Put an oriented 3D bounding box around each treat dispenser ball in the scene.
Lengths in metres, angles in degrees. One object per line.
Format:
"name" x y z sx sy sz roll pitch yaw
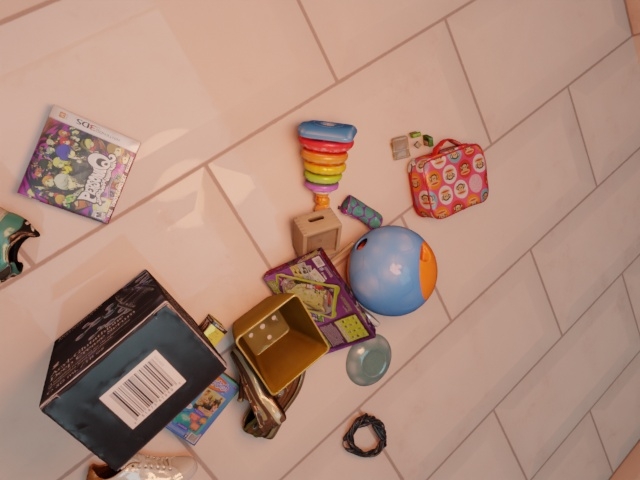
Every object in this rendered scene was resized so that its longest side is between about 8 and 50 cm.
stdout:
"treat dispenser ball" 0.224 0.096 1.436 0.287 0.288 0.289 -4 99 -26

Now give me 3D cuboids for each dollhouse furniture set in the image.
"dollhouse furniture set" 0.311 -0.335 1.571 0.151 0.059 0.076 -15 112 -5

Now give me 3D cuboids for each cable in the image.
"cable" 0.169 0.708 1.634 0.184 0.047 0.151 32 77 -24

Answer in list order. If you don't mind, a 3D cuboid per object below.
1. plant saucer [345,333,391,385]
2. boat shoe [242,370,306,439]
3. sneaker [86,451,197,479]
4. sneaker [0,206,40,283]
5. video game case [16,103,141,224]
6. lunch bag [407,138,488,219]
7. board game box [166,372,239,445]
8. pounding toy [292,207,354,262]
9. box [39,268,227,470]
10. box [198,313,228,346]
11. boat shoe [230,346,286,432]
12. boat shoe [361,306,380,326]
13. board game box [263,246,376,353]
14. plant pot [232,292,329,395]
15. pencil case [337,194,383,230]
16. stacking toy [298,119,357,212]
"plant saucer" 0.182 0.429 1.602 0.194 0.037 0.195 -4 100 -27
"boat shoe" -0.141 0.466 1.400 0.104 0.110 0.308 25 85 -27
"sneaker" -0.488 0.632 1.248 0.289 0.106 0.123 -5 101 -25
"sneaker" -0.766 0.077 1.031 0.121 0.108 0.302 32 81 -22
"video game case" -0.591 -0.183 1.121 0.210 0.041 0.232 23 87 -26
"lunch bag" 0.455 -0.229 1.604 0.292 0.120 0.259 -19 105 -23
"board game box" -0.360 0.466 1.323 0.210 0.047 0.160 -49 115 -13
"pounding toy" 0.008 0.001 1.420 0.180 0.094 0.206 -17 140 -19
"box" -0.438 0.266 1.061 0.293 0.395 0.212 -42 112 -17
"box" -0.367 0.322 1.281 0.058 0.087 0.232 44 78 -22
"boat shoe" -0.206 0.437 1.320 0.095 0.095 0.258 -34 70 -8
"boat shoe" 0.122 0.258 1.535 0.184 0.066 0.063 32 96 -29
"board game box" 0.003 0.200 1.406 0.208 0.056 0.347 -25 113 18
"plant pot" -0.139 0.278 1.332 0.212 0.187 0.212 -36 111 -18
"pencil case" 0.135 -0.088 1.491 0.151 0.064 0.070 28 68 -27
"stacking toy" 0.011 -0.204 1.380 0.165 0.175 0.302 8 115 7
